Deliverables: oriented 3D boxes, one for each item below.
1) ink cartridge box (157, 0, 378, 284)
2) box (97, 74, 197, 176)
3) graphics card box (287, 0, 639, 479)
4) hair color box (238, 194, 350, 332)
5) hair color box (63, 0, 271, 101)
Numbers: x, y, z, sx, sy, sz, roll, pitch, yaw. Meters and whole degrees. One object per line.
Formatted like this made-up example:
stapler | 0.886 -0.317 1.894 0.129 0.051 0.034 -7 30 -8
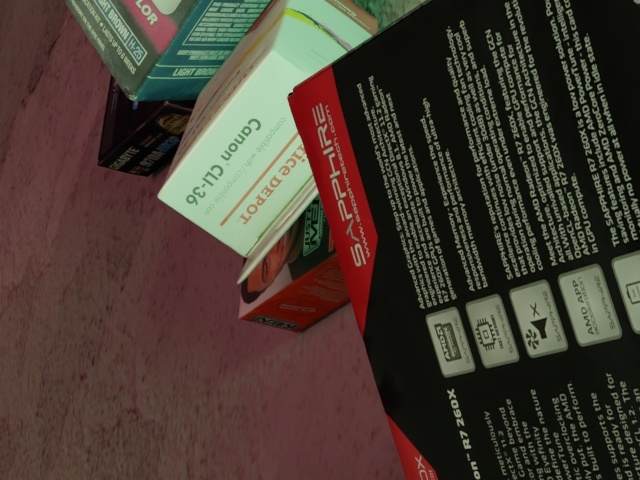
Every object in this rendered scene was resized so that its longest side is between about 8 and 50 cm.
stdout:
ink cartridge box | -0.028 -0.071 0.916 0.115 0.067 0.198 -50 14 23
box | -0.120 -0.179 1.306 0.175 0.051 0.220 -26 53 61
graphics card box | 0.132 0.004 0.461 0.371 0.094 0.232 -26 80 63
hair color box | 0.000 0.000 0.939 0.141 0.043 0.072 143 136 -57
hair color box | -0.042 -0.264 0.978 0.347 0.105 0.174 -51 63 34
